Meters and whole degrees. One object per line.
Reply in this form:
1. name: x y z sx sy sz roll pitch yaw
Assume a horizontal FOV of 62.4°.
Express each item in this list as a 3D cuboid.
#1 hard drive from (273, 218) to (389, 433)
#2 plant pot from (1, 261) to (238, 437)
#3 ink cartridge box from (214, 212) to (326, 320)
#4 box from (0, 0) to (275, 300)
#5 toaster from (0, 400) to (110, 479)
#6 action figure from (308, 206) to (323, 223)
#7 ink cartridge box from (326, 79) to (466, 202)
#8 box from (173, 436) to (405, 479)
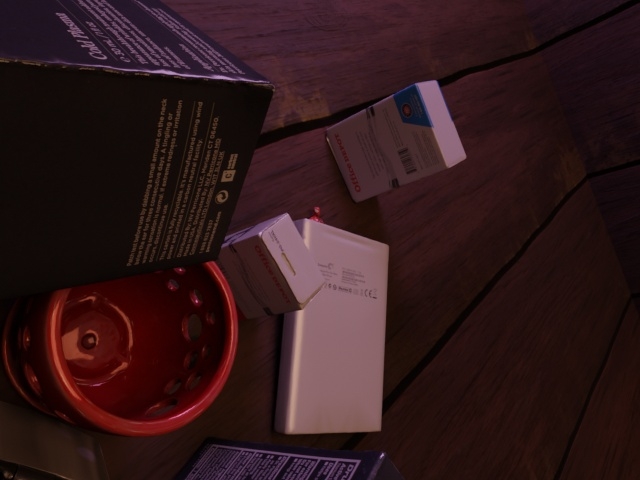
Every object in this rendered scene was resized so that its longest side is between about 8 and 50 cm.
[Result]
1. hard drive: 0.027 0.139 0.833 0.203 0.040 0.307 17 72 -41
2. plant pot: -0.206 0.096 0.537 0.191 0.174 0.191 16 66 -41
3. ink cartridge box: -0.080 0.040 0.698 0.063 0.150 0.109 -41 107 -44
4. box: -0.275 -0.127 0.416 0.312 0.179 0.343 -9 43 -46
5. toaster: -0.280 0.229 0.433 0.168 0.110 0.186 37 86 -32
6. action figure: 0.000 0.000 0.882 0.038 0.030 0.115 0 75 -42
7. ink cartridge box: 0.129 -0.171 0.938 0.086 0.203 0.148 -29 99 -48
8. box: -0.068 0.368 0.504 0.183 0.294 0.296 56 46 -16
